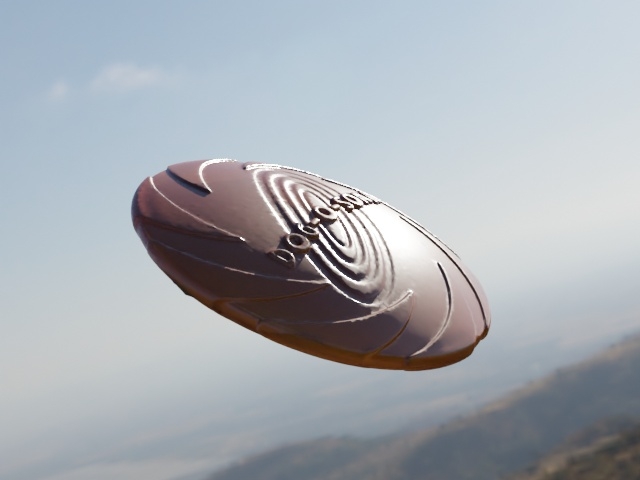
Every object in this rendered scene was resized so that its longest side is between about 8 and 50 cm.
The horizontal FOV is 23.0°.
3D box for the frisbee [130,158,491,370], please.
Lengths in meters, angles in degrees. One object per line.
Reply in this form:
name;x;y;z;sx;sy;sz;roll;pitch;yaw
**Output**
frisbee;0.000;0.000;0.792;0.192;0.035;0.192;18;23;-8
